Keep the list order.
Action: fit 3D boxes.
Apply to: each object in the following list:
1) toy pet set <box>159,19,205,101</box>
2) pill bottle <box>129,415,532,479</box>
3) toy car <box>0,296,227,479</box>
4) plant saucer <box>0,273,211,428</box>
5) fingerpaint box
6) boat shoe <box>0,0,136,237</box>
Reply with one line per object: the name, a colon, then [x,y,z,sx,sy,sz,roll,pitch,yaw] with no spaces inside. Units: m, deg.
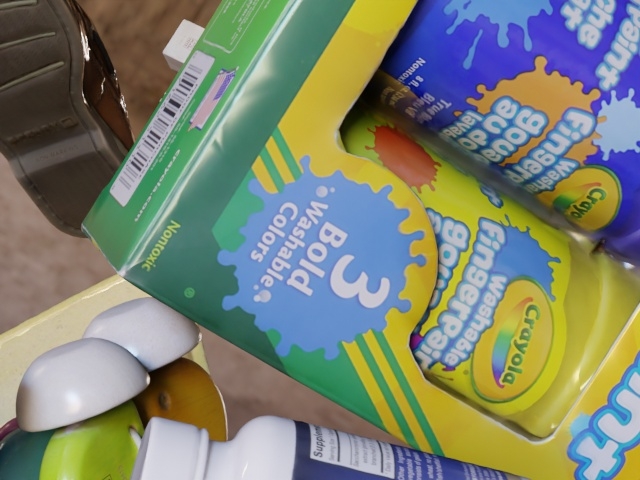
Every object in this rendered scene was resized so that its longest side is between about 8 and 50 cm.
toy pet set: [-0.093,-0.161,1.717,0.065,0.122,0.114,27,-13,17]
pill bottle: [0.003,0.127,0.779,0.169,0.094,0.094,14,12,-7]
toy car: [-0.129,0.129,1.069,0.182,0.136,0.159,-40,114,-65]
plant saucer: [-0.215,0.192,1.411,0.081,0.332,0.333,60,6,-35]
fingerpaint box: [0.145,-0.089,1.037,0.371,0.445,0.163,32,1,-18]
boat shoe: [-0.214,-0.132,1.364,0.307,0.110,0.104,74,6,-50]
